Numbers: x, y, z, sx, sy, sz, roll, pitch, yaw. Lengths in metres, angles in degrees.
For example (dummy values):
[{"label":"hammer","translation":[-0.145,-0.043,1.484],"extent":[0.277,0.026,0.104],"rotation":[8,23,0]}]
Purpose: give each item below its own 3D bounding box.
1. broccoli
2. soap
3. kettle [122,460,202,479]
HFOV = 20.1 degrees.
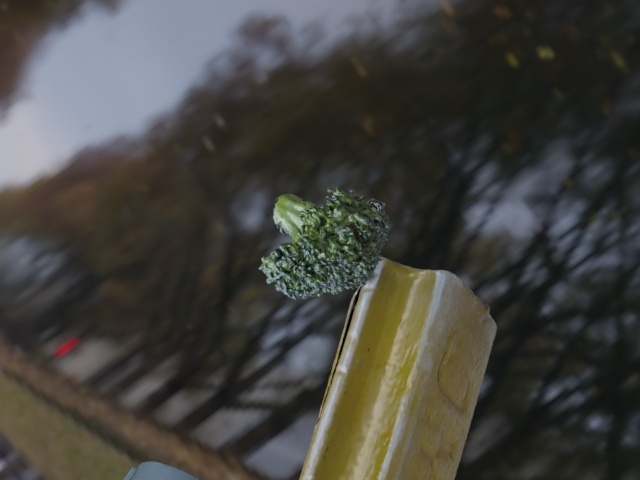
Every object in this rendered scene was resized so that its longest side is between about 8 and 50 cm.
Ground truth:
[{"label":"broccoli","translation":[0.000,0.000,1.340],"extent":[0.092,0.097,0.095],"rotation":[26,177,30]},{"label":"soap","translation":[0.055,0.168,1.460],"extent":[0.089,0.274,0.173],"rotation":[12,165,23]},{"label":"kettle","translation":[-0.189,0.317,1.573],"extent":[0.210,0.243,0.160],"rotation":[36,153,7]}]
